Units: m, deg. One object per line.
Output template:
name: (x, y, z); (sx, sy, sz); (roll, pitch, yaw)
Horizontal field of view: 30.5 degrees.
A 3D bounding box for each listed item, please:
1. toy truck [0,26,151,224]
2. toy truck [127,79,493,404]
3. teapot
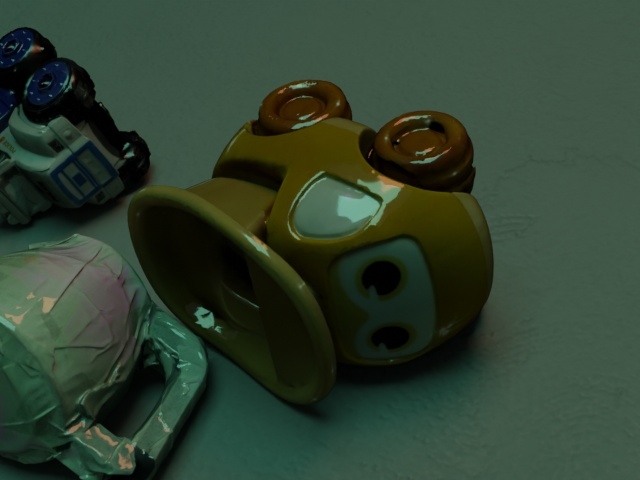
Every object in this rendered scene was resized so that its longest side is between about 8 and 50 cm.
toy truck: (-0.308, -0.107, 1.260); (0.177, 0.161, 0.213); (-43, 47, -8)
toy truck: (0.000, 0.000, 1.006); (0.288, 0.204, 0.211); (24, 52, 34)
teapot: (-0.205, 0.085, 0.981); (0.221, 0.163, 0.178); (15, 38, 28)
